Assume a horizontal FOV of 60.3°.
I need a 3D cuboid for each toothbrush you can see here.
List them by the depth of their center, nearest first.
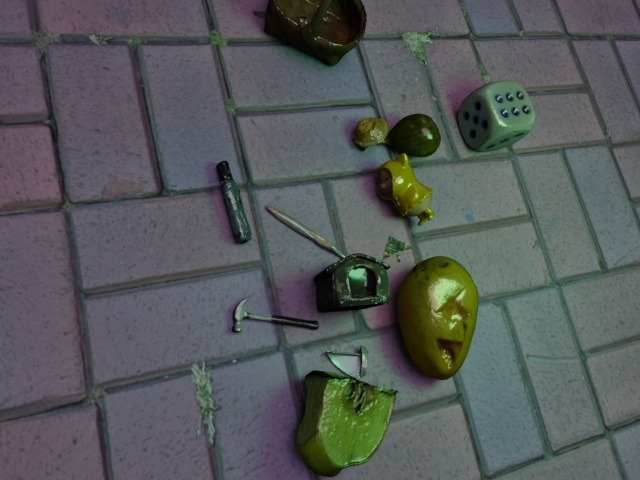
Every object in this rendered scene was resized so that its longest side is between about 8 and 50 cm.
[{"bbox_3d":[0.000,0.000,1.652,0.375,0.037,0.028,32,62,-5],"label":"toothbrush"}]

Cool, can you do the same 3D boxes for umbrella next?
[{"bbox_3d":[-0.247,-0.112,1.583,0.053,0.052,0.250,-11,78,-22],"label":"umbrella"}]

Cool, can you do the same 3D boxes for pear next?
[{"bbox_3d":[0.062,0.487,1.453,0.239,0.164,0.255,17,73,-25],"label":"pear"}]

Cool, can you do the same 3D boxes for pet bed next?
[{"bbox_3d":[0.087,0.112,1.542,0.184,0.211,0.159,-3,79,-13],"label":"pet bed"}]

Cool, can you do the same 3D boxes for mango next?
[{"bbox_3d":[0.348,0.227,1.637,0.253,0.182,0.364,4,83,-22],"label":"mango"}]

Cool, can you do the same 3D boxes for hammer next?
[{"bbox_3d":[-0.121,0.216,1.541,0.247,0.029,0.102,9,71,-19],"label":"hammer"}]

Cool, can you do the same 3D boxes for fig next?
[{"bbox_3d":[0.263,-0.325,1.824,0.260,0.151,0.151,-17,78,10],"label":"fig"}]

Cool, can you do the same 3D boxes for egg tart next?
[{"bbox_3d":[0.159,-0.359,1.778,0.129,0.049,0.128,-13,51,17],"label":"egg tart"}]

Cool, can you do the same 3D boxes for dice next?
[{"bbox_3d":[0.612,-0.431,1.925,0.194,0.192,0.193,-10,75,-24],"label":"dice"}]

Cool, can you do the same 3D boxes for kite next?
[{"bbox_3d":[0.239,0.025,1.745,0.122,0.004,0.090,-15,78,-23],"label":"kite"}]

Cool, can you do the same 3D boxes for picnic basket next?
[{"bbox_3d":[0.009,-0.762,1.742,0.338,0.337,0.292,23,67,-12],"label":"picnic basket"}]

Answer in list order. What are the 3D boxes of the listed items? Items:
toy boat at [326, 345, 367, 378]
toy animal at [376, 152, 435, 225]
[{"bbox_3d":[0.072,0.344,1.573,0.122,0.034,0.096,6,71,-9],"label":"toy boat"},{"bbox_3d":[0.274,-0.155,1.738,0.156,0.156,0.229,-32,87,-26],"label":"toy animal"}]
